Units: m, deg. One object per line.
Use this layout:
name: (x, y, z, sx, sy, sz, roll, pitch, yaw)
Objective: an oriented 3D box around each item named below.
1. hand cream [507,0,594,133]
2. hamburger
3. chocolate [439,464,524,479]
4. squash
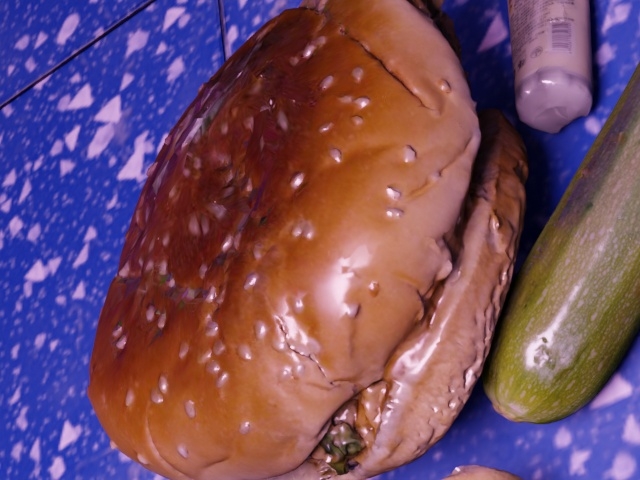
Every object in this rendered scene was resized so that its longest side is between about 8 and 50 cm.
hand cream: (0.119, -0.117, 1.024, 0.061, 0.039, 0.143, -33, 39, 37)
hamburger: (0.000, 0.000, 0.964, 0.286, 0.146, 0.243, -55, 28, 5)
chocolate: (0.091, 0.206, 0.839, 0.085, 0.085, 0.219, -39, 51, 23)
squash: (0.145, -0.015, 0.917, 0.066, 0.066, 0.229, 27, 88, 48)
